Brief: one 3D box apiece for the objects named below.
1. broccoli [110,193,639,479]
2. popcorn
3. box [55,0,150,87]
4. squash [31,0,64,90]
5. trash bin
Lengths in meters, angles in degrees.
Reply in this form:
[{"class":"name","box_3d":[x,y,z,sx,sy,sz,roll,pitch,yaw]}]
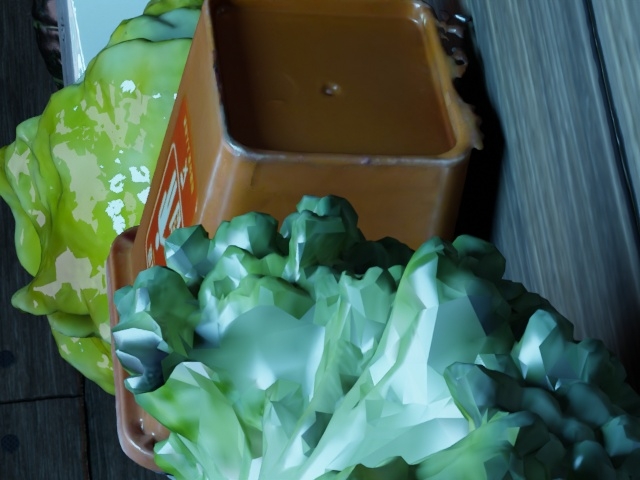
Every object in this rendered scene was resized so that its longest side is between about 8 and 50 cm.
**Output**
[{"class":"broccoli","box_3d":[0.022,0.166,0.514,0.324,0.272,0.334,45,180,-20]},{"class":"popcorn","box_3d":[-0.070,-0.008,1.154,0.292,0.293,0.334,41,-175,-10]},{"class":"box","box_3d":[-0.120,-0.174,1.460,0.274,0.203,0.116,-144,48,-77]},{"class":"squash","box_3d":[-0.164,-0.229,1.686,0.165,0.252,0.252,31,132,46]},{"class":"trash bin","box_3d":[0.000,0.000,0.830,0.239,0.184,0.161,108,159,-46]}]
